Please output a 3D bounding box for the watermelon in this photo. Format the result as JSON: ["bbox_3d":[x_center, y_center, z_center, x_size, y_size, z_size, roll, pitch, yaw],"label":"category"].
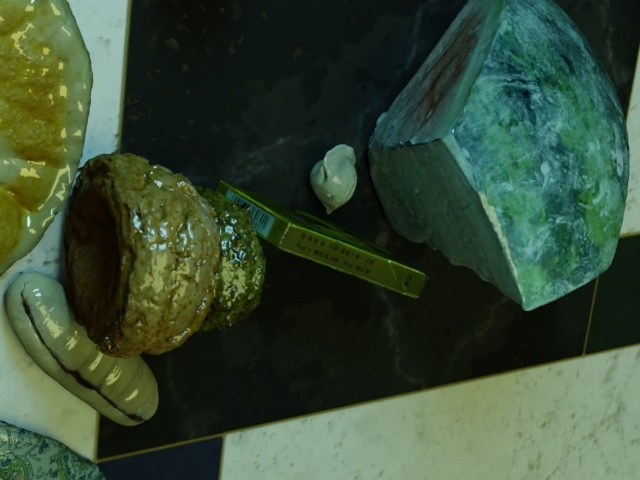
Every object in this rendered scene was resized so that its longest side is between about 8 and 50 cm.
[{"bbox_3d":[0.158,-0.087,1.763,0.228,0.258,0.387,37,43,-28],"label":"watermelon"}]

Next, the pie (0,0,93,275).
[{"bbox_3d":[-0.329,-0.096,1.450,0.339,0.077,0.339,-15,116,-34],"label":"pie"}]

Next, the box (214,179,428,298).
[{"bbox_3d":[0.000,0.000,1.714,0.193,0.121,0.030,20,98,-42],"label":"box"}]

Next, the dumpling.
[{"bbox_3d":[0.017,-0.065,1.753,0.059,0.043,0.077,-53,133,-34],"label":"dumpling"}]

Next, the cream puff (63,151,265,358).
[{"bbox_3d":[-0.124,0.010,1.576,0.169,0.183,0.183,-2,112,-28],"label":"cream puff"}]

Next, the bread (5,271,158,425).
[{"bbox_3d":[-0.216,0.109,1.647,0.073,0.053,0.214,-45,131,-6],"label":"bread"}]

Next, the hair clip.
[{"bbox_3d":[-0.275,0.207,1.660,0.229,0.036,0.066,40,78,-42],"label":"hair clip"}]
